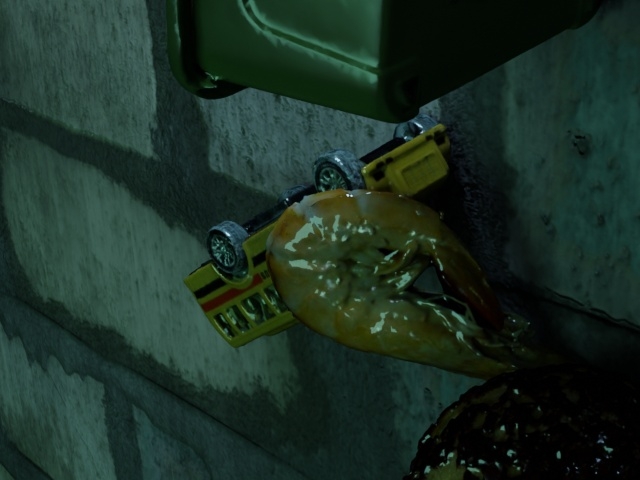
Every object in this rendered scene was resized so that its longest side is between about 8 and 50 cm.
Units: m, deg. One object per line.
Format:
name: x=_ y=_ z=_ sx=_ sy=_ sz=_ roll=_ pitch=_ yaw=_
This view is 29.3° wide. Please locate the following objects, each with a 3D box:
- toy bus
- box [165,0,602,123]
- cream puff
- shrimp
toy bus: x=0.000 y=0.000 z=1.138 sx=0.335 sy=0.121 sz=0.123 roll=-29 pitch=90 yaw=53
box: x=0.066 y=-0.226 z=0.781 sx=0.177 sy=0.328 sz=0.253 roll=21 pitch=126 yaw=31
cream puff: x=0.164 y=0.190 z=0.933 sx=0.165 sy=0.239 sz=0.239 roll=62 pitch=146 yaw=29
shrimp: x=0.093 y=0.041 z=0.994 sx=0.287 sy=0.063 sz=0.152 roll=19 pitch=121 yaw=3
